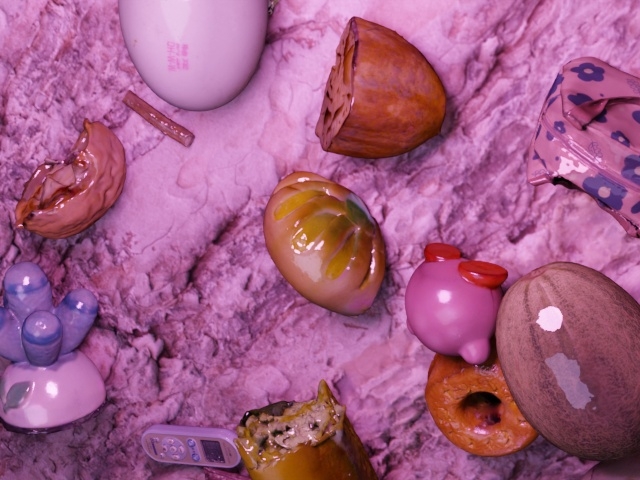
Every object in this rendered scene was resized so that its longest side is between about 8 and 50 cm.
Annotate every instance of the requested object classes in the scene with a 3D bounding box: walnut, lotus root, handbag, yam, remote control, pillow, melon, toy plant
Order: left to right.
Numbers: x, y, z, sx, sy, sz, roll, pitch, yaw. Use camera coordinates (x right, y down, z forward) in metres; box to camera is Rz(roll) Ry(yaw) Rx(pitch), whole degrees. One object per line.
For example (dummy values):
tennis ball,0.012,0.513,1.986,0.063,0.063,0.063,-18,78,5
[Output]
toy plant,-0.568,0.198,2.078,0.247,0.247,0.332,4,112,22
walnut,-0.448,-0.088,1.871,0.141,0.204,0.238,37,135,-25
yam,-0.289,-0.216,1.822,0.145,0.032,0.032,36,126,4
remote control,-0.268,0.430,2.161,0.244,0.047,0.087,-1,113,25
pillow,-0.160,0.527,2.164,0.184,0.043,0.118,15,140,17
lotus root,0.101,-0.228,1.581,0.179,0.199,0.188,7,165,-13
melon,0.410,0.188,1.599,0.248,0.248,0.329,-26,100,33
handbag,0.420,-0.123,1.452,0.251,0.193,0.190,27,121,8

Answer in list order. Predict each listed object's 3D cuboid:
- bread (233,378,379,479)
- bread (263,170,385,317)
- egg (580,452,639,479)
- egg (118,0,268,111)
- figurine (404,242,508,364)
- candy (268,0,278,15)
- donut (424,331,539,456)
bread,-0.001,0.464,1.947,0.208,0.251,0.377,-17,107,13
bread,0.005,0.012,1.738,0.260,0.156,0.158,44,127,-4
egg,0.555,0.447,1.710,0.253,0.186,0.187,10,121,17
egg,-0.195,-0.378,1.567,0.229,0.230,0.371,10,119,20
figurine,0.219,0.107,1.685,0.173,0.173,0.173,11,121,19
candy,-0.066,-0.388,1.634,0.083,0.023,0.025,-36,58,27
donut,0.290,0.268,1.778,0.226,0.114,0.227,10,121,17
